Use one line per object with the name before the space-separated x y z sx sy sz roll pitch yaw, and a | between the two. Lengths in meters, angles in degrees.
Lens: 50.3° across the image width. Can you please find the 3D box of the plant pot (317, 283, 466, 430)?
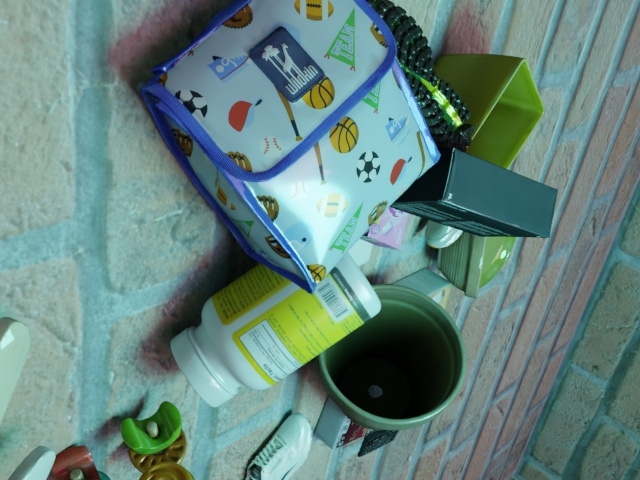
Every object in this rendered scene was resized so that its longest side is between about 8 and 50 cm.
plant pot | 0.146 0.306 1.570 0.323 0.323 0.280 -40 158 -25

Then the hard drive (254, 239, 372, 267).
hard drive | 0.000 0.000 1.342 0.308 0.040 0.202 -22 132 -41

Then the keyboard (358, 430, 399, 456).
keyboard | 0.188 0.594 2.068 0.180 0.023 0.108 -6 121 -51

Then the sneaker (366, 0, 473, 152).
sneaker | 0.123 -0.266 1.182 0.343 0.146 0.134 51 55 -31

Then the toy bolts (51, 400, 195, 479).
toy bolts | -0.320 0.423 1.154 0.229 0.218 0.158 -19 139 -20

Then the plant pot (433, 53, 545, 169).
plant pot | 0.302 -0.258 1.389 0.212 0.187 0.212 -57 147 -2

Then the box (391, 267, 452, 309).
box | 0.240 0.165 1.731 0.171 0.091 0.130 -21 132 -42

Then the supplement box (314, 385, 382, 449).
supplement box | 0.100 0.452 1.799 0.240 0.073 0.130 -4 119 -51

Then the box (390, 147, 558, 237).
box | 0.278 -0.081 1.271 0.261 0.184 0.103 16 86 -29

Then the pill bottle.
pill bottle | -0.079 0.134 1.170 0.334 0.188 0.188 -34 143 -1

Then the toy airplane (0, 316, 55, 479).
toy airplane | -0.495 0.326 0.829 0.386 0.273 0.384 -73 -175 -58

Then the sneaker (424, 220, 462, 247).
sneaker | 0.303 -0.112 1.605 0.121 0.099 0.262 29 85 -48

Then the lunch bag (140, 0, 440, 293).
lunch bag | -0.037 -0.170 1.003 0.328 0.239 0.385 -45 129 -18

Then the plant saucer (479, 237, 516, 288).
plant saucer | 0.492 0.029 1.992 0.241 0.037 0.240 -32 139 -33

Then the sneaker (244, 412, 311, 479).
sneaker | -0.105 0.505 1.578 0.095 0.090 0.235 23 97 -46

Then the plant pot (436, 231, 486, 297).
plant pot | 0.352 0.020 1.705 0.237 0.110 0.237 7 90 -78

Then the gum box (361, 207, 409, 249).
gum box | 0.127 -0.087 1.341 0.107 0.062 0.188 21 82 -46
